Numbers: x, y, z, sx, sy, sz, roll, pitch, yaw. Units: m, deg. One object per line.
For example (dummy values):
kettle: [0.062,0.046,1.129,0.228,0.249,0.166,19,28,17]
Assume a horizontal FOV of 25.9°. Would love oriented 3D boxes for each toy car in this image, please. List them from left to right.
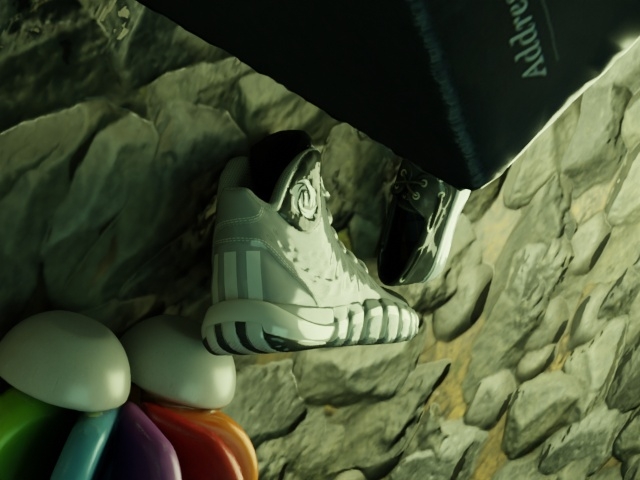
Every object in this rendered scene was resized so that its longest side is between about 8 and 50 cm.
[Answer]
toy car: [-0.112,0.132,0.779,0.182,0.136,0.159,6,111,-47]

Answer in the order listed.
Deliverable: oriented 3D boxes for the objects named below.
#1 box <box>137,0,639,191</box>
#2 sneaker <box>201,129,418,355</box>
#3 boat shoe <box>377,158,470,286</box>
box: [0.060,-0.366,0.489,0.472,0.297,0.480,-45,140,-16]
sneaker: [0.000,0.000,0.851,0.229,0.086,0.132,5,80,-69]
boat shoe: [0.068,-0.029,0.921,0.040,0.049,0.142,-18,129,-37]
